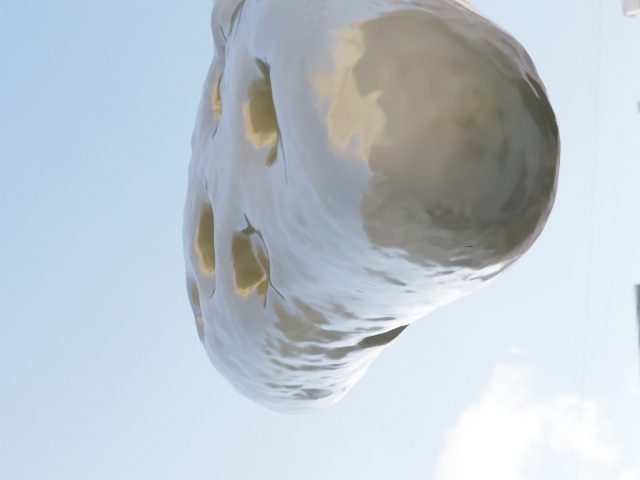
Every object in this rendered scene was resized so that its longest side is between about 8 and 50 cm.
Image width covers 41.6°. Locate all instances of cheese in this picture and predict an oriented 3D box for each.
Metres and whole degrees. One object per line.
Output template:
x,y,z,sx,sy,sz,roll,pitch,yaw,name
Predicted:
0.000,0.000,0.508,0.130,0.351,0.328,0,-64,-19,cheese
